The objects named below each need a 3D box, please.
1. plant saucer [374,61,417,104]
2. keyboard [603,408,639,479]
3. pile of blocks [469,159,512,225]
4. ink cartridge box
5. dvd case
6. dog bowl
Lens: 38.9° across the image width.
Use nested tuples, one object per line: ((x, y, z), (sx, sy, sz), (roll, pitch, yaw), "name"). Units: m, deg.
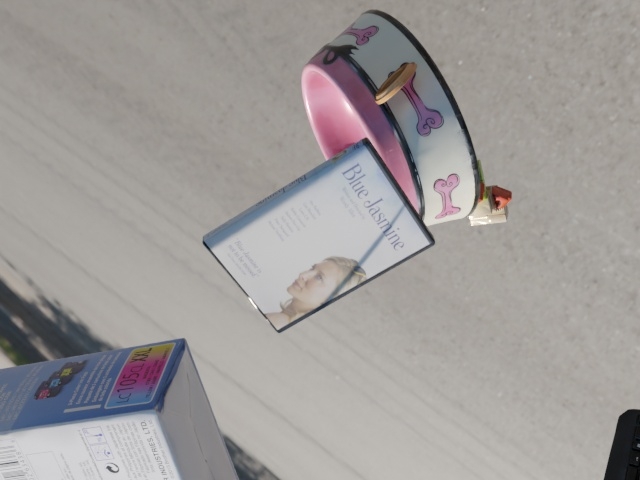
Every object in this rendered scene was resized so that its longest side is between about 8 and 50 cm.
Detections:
((0.113, -0.241, 1.380), (0.013, 0.083, 0.083), (44, 157, -13), "plant saucer")
((0.223, 0.196, 0.576), (0.100, 0.192, 0.038), (9, 149, 23), "keyboard")
((0.341, -0.115, 1.941), (0.112, 0.149, 0.362), (-7, 175, 23), "pile of blocks")
((-0.323, 0.293, 1.115), (0.395, 0.151, 0.270), (-11, 114, 11), "ink cartridge box")
((0.000, 0.000, 1.182), (0.180, 0.253, 0.022), (53, -167, -27), "dvd case")
((0.108, -0.190, 1.613), (0.408, 0.150, 0.408), (59, 169, 18), "dog bowl")
